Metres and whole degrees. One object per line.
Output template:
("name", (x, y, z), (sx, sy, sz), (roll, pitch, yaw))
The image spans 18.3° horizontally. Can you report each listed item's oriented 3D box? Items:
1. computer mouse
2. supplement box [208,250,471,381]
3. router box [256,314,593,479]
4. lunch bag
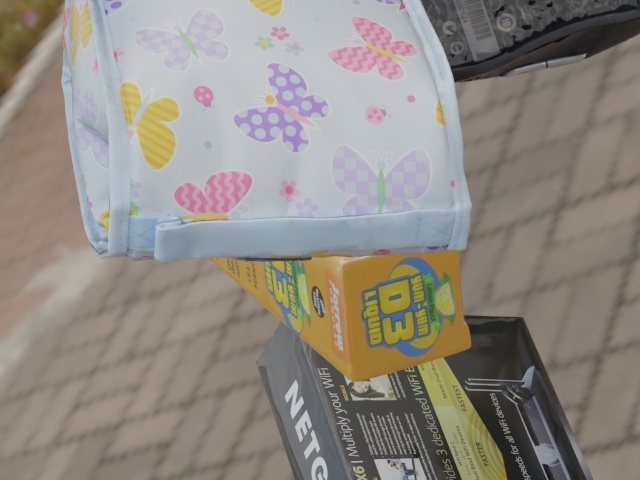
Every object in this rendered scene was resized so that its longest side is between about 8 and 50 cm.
("computer mouse", (0.150, -0.113, 1.088), (0.262, 0.184, 0.060), (-22, -13, -7))
("supplement box", (0.000, 0.000, 1.145), (0.080, 0.078, 0.233), (-16, 23, -22))
("router box", (0.105, 0.201, 1.658), (0.081, 0.243, 0.309), (-58, 40, 40))
("lunch bag", (-0.014, -0.024, 0.392), (0.071, 0.053, 0.083), (-4, 39, -14))
